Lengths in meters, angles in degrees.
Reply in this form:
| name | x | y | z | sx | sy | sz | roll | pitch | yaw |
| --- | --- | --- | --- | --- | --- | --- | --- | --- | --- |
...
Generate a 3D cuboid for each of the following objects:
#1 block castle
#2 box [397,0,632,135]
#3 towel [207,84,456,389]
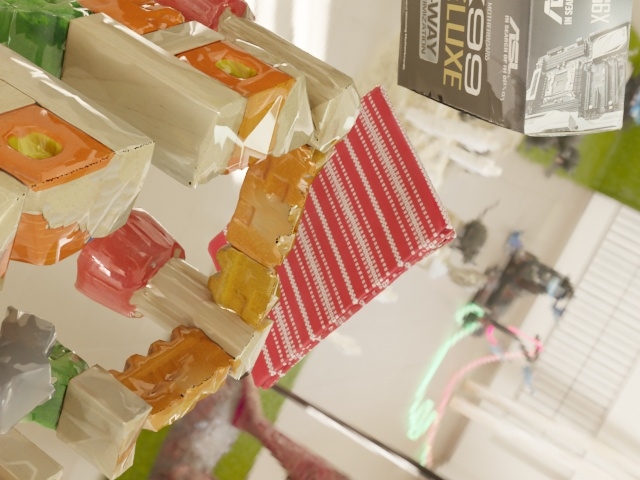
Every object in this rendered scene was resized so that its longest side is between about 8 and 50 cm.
| name | x | y | z | sx | sy | sz | roll | pitch | yaw |
| --- | --- | --- | --- | --- | --- | --- | --- | --- | --- |
| block castle | -0.195 | 0.007 | 0.626 | 0.453 | 0.213 | 0.303 | -33 | 150 | -52 |
| box | 0.132 | -0.244 | 0.734 | 0.076 | 0.242 | 0.307 | -4 | 107 | -14 |
| towel | 0.000 | 0.000 | 1.041 | 0.275 | 0.199 | 0.031 | -41 | 142 | 26 |
